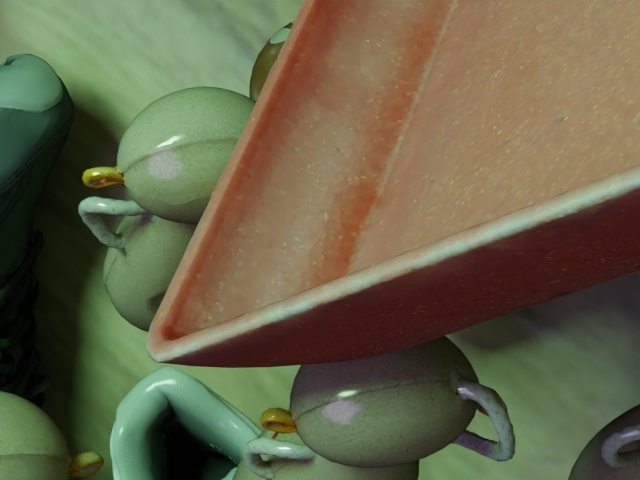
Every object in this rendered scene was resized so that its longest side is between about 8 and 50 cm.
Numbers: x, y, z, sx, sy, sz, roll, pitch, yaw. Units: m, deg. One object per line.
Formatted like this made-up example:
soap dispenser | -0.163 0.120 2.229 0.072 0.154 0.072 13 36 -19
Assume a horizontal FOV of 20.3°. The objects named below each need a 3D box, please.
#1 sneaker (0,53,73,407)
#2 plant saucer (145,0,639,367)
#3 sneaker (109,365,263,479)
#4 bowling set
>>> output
sneaker | -0.151 0.031 0.750 0.106 0.101 0.267 38 131 0
plant saucer | 0.098 -0.085 0.423 0.259 0.258 0.048 -23 124 41
sneaker | -0.016 0.135 0.605 0.232 0.090 0.115 47 168 39
bowling set | 0.000 0.000 0.531 0.154 0.287 0.200 115 148 -65
